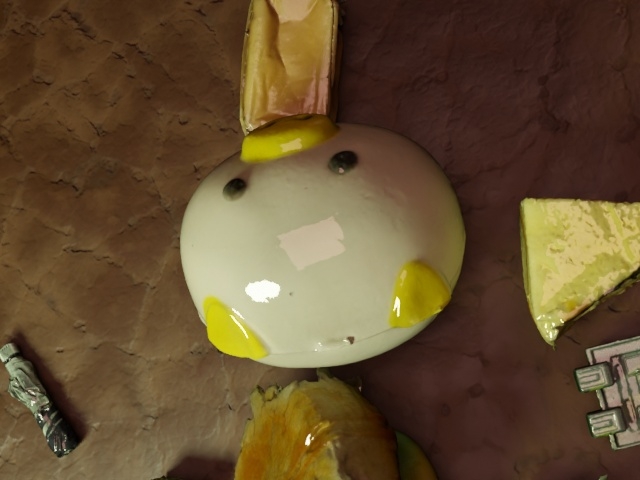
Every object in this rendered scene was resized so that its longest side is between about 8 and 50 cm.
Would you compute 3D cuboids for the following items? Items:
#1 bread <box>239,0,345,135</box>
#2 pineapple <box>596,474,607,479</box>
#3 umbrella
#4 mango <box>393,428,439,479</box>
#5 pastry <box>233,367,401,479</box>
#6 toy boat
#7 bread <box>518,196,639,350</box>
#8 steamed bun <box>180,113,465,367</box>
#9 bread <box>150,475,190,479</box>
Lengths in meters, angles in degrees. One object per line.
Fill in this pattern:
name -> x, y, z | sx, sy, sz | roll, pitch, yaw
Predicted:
bread -> -0.040, -0.245, 1.673 | 0.136, 0.107, 0.241 | 2, 84, 8
pineapple -> 0.269, 0.459, 1.499 | 0.223, 0.223, 0.357 | 23, 76, 12
umbrella -> -0.423, 0.236, 1.712 | 0.050, 0.046, 0.188 | -32, 78, -15
mango -> 0.105, 0.378, 1.568 | 0.156, 0.114, 0.251 | -20, 59, 45
pastry -> -0.011, 0.341, 1.520 | 0.136, 0.330, 0.329 | 11, 84, -28
toy boat -> 0.503, 0.178, 1.535 | 0.320, 0.092, 0.141 | -15, 83, 7
bread -> 0.382, 0.038, 1.490 | 0.236, 0.263, 0.198 | -5, 85, 9
steamed bun -> 0.002, 0.005, 1.531 | 0.374, 0.334, 0.333 | -15, 81, 10
bread -> -0.202, 0.410, 1.640 | 0.084, 0.074, 0.139 | 6, 86, 10
